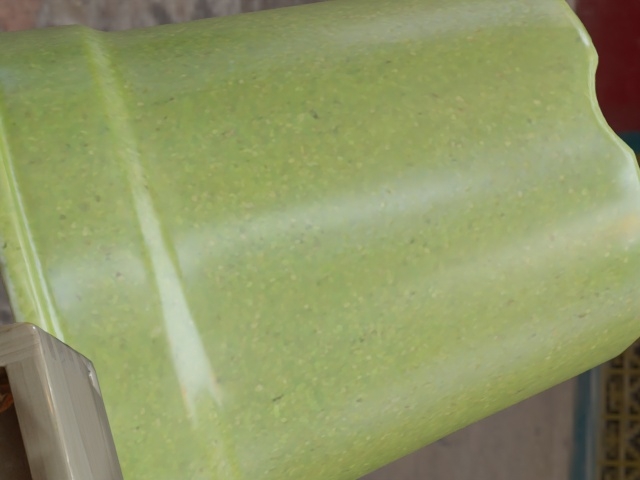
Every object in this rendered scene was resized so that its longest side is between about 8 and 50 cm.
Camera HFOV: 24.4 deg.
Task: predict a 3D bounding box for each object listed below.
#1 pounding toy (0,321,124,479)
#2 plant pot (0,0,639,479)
[{"bbox_3d":[-0.127,0.094,0.436,0.100,0.141,0.130,69,4,-75],"label":"pounding toy"},{"bbox_3d":[0.000,0.000,0.665,0.276,0.253,0.276,164,-90,-84],"label":"plant pot"}]
